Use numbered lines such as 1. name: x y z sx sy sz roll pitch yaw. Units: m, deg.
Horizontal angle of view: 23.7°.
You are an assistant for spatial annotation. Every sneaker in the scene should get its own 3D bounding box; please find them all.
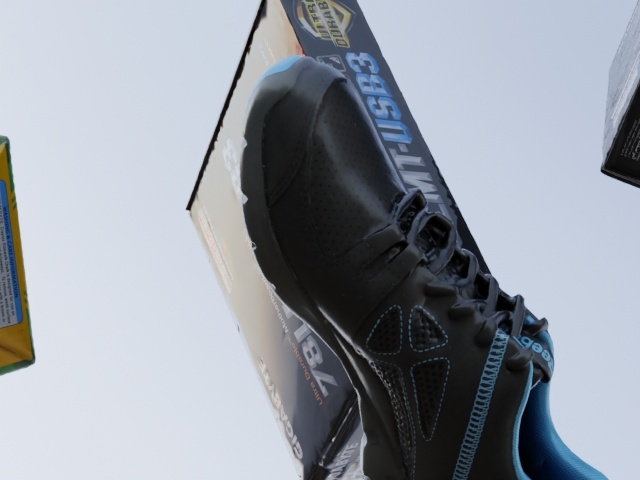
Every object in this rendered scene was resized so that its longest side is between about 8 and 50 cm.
1. sneaker: 0.067 0.040 0.902 0.140 0.125 0.340 -14 -71 34

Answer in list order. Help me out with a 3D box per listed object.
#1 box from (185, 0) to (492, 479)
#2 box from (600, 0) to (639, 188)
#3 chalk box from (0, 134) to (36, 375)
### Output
1. box: 0.000 0.000 1.179 0.073 0.295 0.293 -9 -31 -26
2. box: 0.297 -0.217 1.100 0.079 0.257 0.322 20 -66 2
3. chalk box: -0.381 0.020 1.158 0.289 0.179 0.180 3 -77 42
